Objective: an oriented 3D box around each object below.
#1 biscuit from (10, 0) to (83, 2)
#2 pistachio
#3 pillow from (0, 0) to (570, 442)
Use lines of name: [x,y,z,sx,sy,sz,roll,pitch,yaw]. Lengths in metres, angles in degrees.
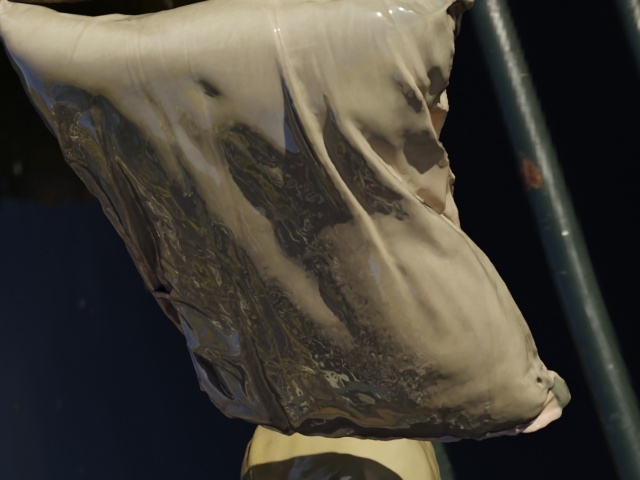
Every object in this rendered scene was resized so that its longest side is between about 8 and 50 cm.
biscuit: [-0.169,-0.197,0.559,0.041,0.260,0.203,110,167,-60]
pistachio: [0.016,0.155,0.741,0.135,0.226,0.136,1,104,6]
pillow: [0.000,0.000,0.481,0.173,0.067,0.270,-6,136,16]
